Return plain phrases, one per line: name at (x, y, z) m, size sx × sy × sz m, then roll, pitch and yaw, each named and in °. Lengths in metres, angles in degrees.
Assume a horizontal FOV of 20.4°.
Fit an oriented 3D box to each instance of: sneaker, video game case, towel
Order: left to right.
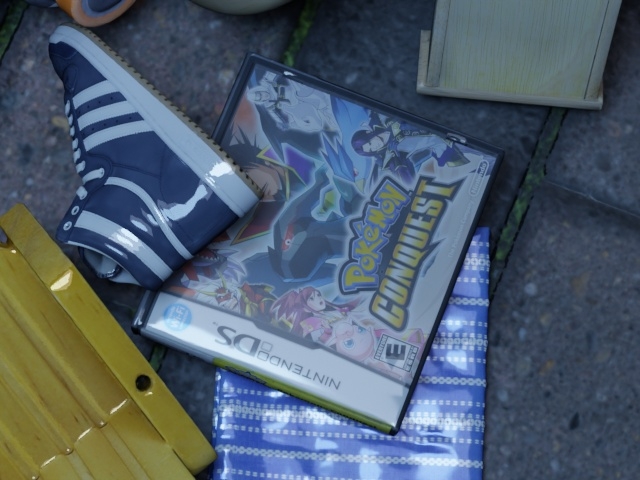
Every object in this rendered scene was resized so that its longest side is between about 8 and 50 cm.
sneaker at (-0.188, -0.070, 1.543) m, size 0.153 × 0.099 × 0.282 m, roll -47°, pitch 56°, yaw -2°
video game case at (0.000, 0.000, 1.559) m, size 0.248 × 0.035 × 0.275 m, roll 21°, pitch 76°, yaw 3°
towel at (0.024, 0.144, 1.555) m, size 0.243 × 0.040 × 0.336 m, roll 3°, pitch 77°, yaw 0°

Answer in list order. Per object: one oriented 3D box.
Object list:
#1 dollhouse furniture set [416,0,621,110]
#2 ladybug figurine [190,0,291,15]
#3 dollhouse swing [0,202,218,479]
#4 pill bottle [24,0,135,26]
dollhouse furniture set at (0.193, -0.354, 1.610) m, size 0.362 × 0.256 × 0.394 m, roll 5°, pitch 57°, yaw 1°
ladybug figurine at (-0.049, -0.349, 1.485) m, size 0.162 × 0.449 × 0.305 m, roll -19°, pitch 102°, yaw -24°
dollhouse swing at (-0.271, 0.203, 1.388) m, size 0.347 × 0.305 × 0.315 m, roll -37°, pitch 108°, yaw -7°
pill bottle at (-0.258, -0.296, 1.582) m, size 0.130 × 0.130 × 0.246 m, roll -41°, pitch 67°, yaw -8°
